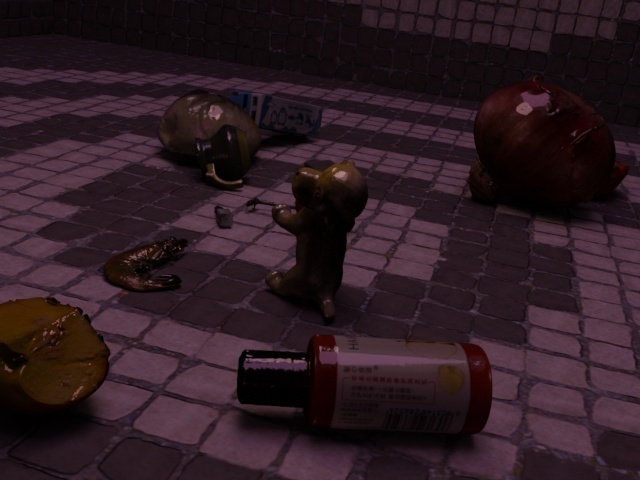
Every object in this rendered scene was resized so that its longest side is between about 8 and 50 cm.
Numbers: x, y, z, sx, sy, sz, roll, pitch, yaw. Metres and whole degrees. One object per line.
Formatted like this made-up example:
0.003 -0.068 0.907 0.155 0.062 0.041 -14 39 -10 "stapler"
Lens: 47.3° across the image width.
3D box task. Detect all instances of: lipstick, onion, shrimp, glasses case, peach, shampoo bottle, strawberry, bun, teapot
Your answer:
-0.193 -0.053 1.427 0.025 0.025 0.107 1 15 -18 "lipstick"
0.528 -0.230 1.735 0.353 0.354 0.354 6 21 -2 "onion"
-0.252 0.036 1.159 0.124 0.034 0.178 24 28 32 "shrimp"
0.032 -0.137 1.692 0.070 0.047 0.205 -7 25 -23 "glasses case"
-0.312 0.125 0.790 0.151 0.118 0.151 28 39 -26 "peach"
0.045 0.161 0.825 0.278 0.104 0.104 4 21 -7 "shampoo bottle"
0.726 -0.177 1.961 0.174 0.098 0.228 23 22 33 "strawberry"
-0.270 -0.284 1.820 0.272 0.168 0.273 10 11 -2 "bun"
-0.218 -0.181 1.649 0.119 0.130 0.166 -11 55 -6 "teapot"

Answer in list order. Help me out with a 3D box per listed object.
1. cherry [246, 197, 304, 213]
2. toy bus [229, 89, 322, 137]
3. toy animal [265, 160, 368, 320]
-0.042 -0.067 1.450 0.225 0.090 0.107 -6 33 14 "cherry"
-0.125 -0.355 2.057 0.131 0.106 0.297 12 8 35 "toy bus"
-0.005 -0.012 1.110 0.121 0.233 0.168 2 12 -29 "toy animal"
